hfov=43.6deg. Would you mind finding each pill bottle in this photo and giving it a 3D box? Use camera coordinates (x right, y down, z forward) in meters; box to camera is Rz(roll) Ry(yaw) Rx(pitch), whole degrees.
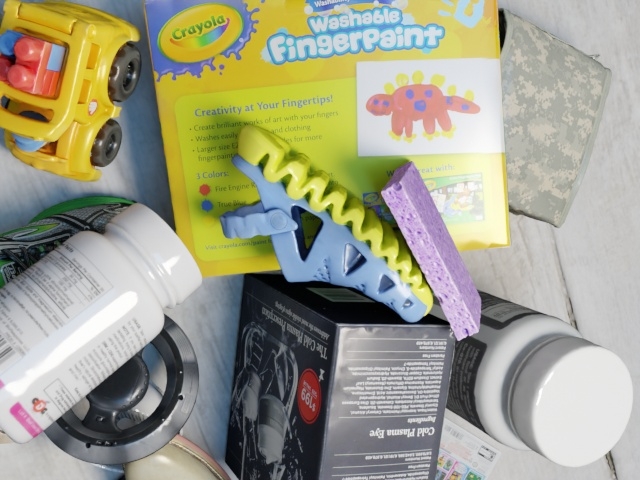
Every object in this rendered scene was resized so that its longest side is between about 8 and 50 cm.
[{"bbox_3d":[0.285,0.198,1.235,0.204,0.361,0.204,-4,100,-22],"label":"pill bottle"},{"bbox_3d":[-0.291,0.090,0.955,0.283,0.160,0.160,-40,111,-22],"label":"pill bottle"}]

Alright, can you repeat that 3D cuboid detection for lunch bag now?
[{"bbox_3d":[0.317,-0.201,1.291,0.235,0.169,0.287,21,95,-23],"label":"lunch bag"}]

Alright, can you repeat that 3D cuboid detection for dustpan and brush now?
[{"bbox_3d":[-0.240,0.297,1.193,0.211,0.060,0.147,32,85,-24],"label":"dustpan and brush"}]

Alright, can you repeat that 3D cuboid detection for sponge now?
[{"bbox_3d":[0.142,0.009,0.993,0.031,0.117,0.210,-25,102,20],"label":"sponge"}]

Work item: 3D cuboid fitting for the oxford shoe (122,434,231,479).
[{"bbox_3d":[-0.177,0.450,1.163,0.140,0.146,0.397,-21,114,5],"label":"oxford shoe"}]

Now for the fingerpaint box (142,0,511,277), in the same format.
[{"bbox_3d":[0.015,-0.161,1.099,0.444,0.163,0.371,-7,102,0],"label":"fingerpaint box"}]

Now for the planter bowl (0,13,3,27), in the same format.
[{"bbox_3d":[-0.454,-0.247,0.975,0.162,0.162,0.109,43,55,-23],"label":"planter bowl"}]

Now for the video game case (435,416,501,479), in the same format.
[{"bbox_3d":[0.235,0.408,1.436,0.157,0.019,0.143,34,85,-25],"label":"video game case"}]

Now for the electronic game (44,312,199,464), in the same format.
[{"bbox_3d":[-0.285,0.195,1.114,0.229,0.048,0.229,2,68,-6],"label":"electronic game"}]

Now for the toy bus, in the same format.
[{"bbox_3d":[-0.331,-0.180,0.970,0.149,0.211,0.220,18,102,4],"label":"toy bus"}]

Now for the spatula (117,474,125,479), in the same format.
[{"bbox_3d":[-0.369,0.434,1.177,0.296,0.030,0.084,-39,112,-13],"label":"spatula"}]

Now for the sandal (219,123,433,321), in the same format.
[{"bbox_3d":[0.000,0.000,0.993,0.317,0.126,0.138,39,101,2],"label":"sandal"}]

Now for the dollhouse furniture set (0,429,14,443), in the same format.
[{"bbox_3d":[-0.474,0.186,1.038,0.183,0.129,0.129,1,98,-24],"label":"dollhouse furniture set"}]

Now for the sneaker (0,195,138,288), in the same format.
[{"bbox_3d":[-0.374,0.040,1.049,0.343,0.146,0.134,-21,106,-19],"label":"sneaker"}]

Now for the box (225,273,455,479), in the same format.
[{"bbox_3d":[0.011,0.230,1.134,0.179,0.343,0.313,3,97,-25],"label":"box"}]
